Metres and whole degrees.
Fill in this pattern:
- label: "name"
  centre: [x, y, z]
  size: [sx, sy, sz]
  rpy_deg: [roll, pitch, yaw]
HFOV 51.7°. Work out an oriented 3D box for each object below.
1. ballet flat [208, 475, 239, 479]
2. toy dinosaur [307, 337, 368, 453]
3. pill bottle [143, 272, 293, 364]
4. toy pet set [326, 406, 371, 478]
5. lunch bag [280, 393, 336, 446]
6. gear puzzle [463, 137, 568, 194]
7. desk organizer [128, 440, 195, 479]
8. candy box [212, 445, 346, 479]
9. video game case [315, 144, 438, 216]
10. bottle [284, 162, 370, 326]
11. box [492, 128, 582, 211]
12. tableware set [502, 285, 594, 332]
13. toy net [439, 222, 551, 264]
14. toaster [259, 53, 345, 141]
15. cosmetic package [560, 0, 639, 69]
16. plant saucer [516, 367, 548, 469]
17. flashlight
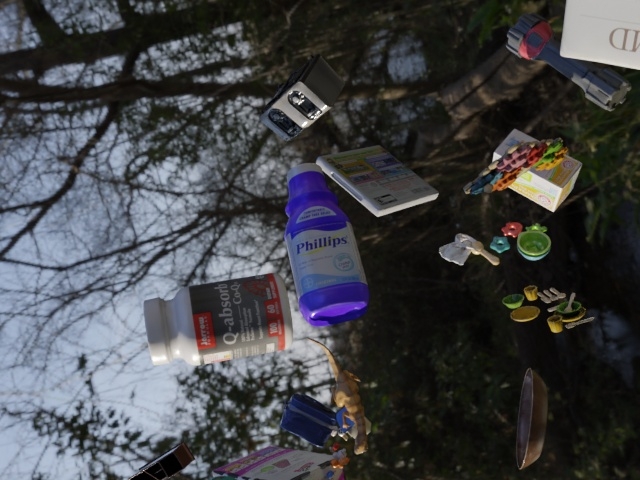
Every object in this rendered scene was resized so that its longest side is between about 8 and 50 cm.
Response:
- label: "ballet flat"
  centre: [-0.104, 0.455, 0.995]
  size: [0.087, 0.083, 0.247]
  rpy_deg: [32, 147, 51]
- label: "toy dinosaur"
  centre: [0.042, 0.242, 1.095]
  size: [0.112, 0.064, 0.211]
  rpy_deg: [142, 103, -83]
- label: "pill bottle"
  centre: [-0.267, 0.213, 1.738]
  size: [0.210, 0.363, 0.210]
  rpy_deg: [171, 90, -79]
- label: "toy pet set"
  centre: [0.039, 0.378, 1.286]
  size: [0.065, 0.114, 0.122]
  rpy_deg: [45, -168, -3]
- label: "lunch bag"
  centre: [-0.022, 0.308, 1.158]
  size: [0.065, 0.098, 0.067]
  rpy_deg: [-63, 0, -3]
- label: "gear puzzle"
  centre: [0.469, -0.163, 1.505]
  size: [0.175, 0.339, 0.044]
  rpy_deg: [-45, 69, 40]
- label: "desk organizer"
  centre: [-0.331, 0.475, 1.375]
  size: [0.047, 0.130, 0.050]
  rpy_deg: [57, -166, 3]
- label: "candy box"
  centre: [-0.084, 0.477, 1.316]
  size: [0.233, 0.159, 0.071]
  rpy_deg: [-13, 88, 47]
- label: "video game case"
  centre: [0.125, -0.134, 1.425]
  size: [0.193, 0.212, 0.023]
  rpy_deg: [43, 129, 27]
- label: "bottle"
  centre: [0.000, 0.000, 1.117]
  size: [0.092, 0.118, 0.283]
  rpy_deg: [85, 174, -62]
- label: "box"
  centre: [0.569, -0.187, 1.757]
  size: [0.203, 0.103, 0.114]
  rpy_deg: [34, 159, 25]
- label: "tableware set"
  centre: [0.359, 0.106, 1.065]
  size: [0.154, 0.104, 0.024]
  rpy_deg: [-110, 1, -74]
- label: "toy net"
  centre: [0.375, -0.002, 1.435]
  size: [0.045, 0.232, 0.122]
  rpy_deg: [74, -160, -47]
- label: "toaster"
  centre: [-0.044, -0.352, 1.621]
  size: [0.110, 0.168, 0.186]
  rpy_deg: [42, -139, -18]
- label: "cosmetic package"
  centre: [0.538, -0.420, 0.784]
  size: [0.329, 0.327, 0.394]
  rpy_deg: [29, 134, 42]
- label: "plant saucer"
  centre: [0.421, 0.354, 1.309]
  size: [0.198, 0.036, 0.199]
  rpy_deg: [6, -90, -78]
- label: "flashlight"
  centre: [0.568, -0.409, 1.518]
  size: [0.304, 0.103, 0.103]
  rpy_deg: [47, 164, 28]
